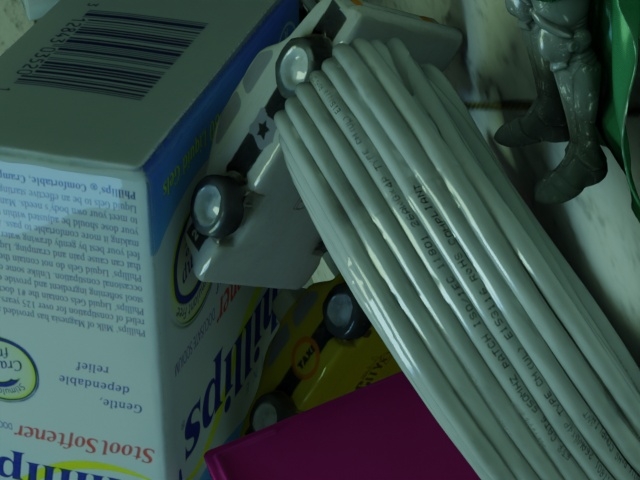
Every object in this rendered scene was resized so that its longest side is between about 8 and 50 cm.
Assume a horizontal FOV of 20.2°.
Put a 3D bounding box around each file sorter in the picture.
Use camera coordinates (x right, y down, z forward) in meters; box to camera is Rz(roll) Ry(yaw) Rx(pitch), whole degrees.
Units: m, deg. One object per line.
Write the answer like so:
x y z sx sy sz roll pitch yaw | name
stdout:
0.090 0.231 1.021 0.290 0.202 0.182 -124 15 -53 | file sorter

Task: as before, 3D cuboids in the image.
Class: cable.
0.069 0.020 0.848 0.257 0.089 0.257 59 -175 22 | cable

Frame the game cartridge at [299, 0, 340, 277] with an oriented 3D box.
0.007 -0.064 1.299 0.294 0.060 0.196 -121 18 -48 | game cartridge

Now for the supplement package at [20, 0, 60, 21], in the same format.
-0.138 -0.273 1.232 0.203 0.194 0.149 127 123 -78 | supplement package

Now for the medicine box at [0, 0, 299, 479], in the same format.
-0.119 0.009 1.143 0.263 0.149 0.289 -59 -27 -54 | medicine box

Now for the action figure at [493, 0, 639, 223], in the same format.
0.089 -0.128 0.708 0.137 0.063 0.232 -119 16 -54 | action figure

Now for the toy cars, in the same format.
0.000 0.000 1.080 0.087 0.176 0.393 54 163 37 | toy cars
